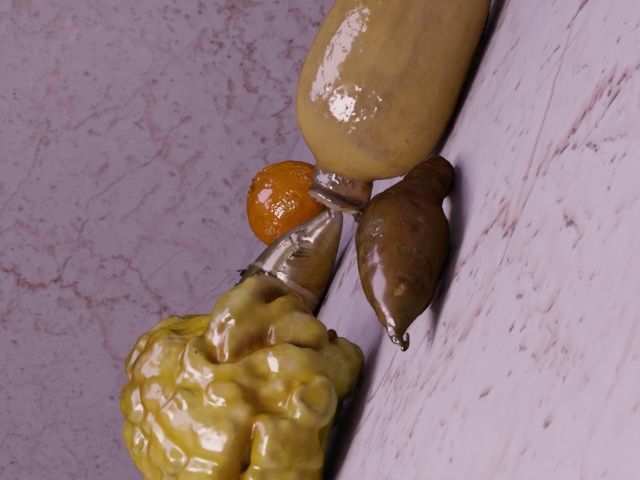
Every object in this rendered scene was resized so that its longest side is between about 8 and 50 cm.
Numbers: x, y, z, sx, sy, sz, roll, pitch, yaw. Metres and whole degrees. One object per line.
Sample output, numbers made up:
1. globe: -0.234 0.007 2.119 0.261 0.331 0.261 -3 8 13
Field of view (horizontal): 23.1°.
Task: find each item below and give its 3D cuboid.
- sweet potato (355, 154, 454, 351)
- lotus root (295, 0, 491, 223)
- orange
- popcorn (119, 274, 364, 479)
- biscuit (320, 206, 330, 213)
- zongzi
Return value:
1. sweet potato: 0.067 -0.013 1.215 0.269 0.074 0.075 -69 4 -57
2. lotus root: 0.066 -0.166 1.442 0.146 0.131 0.303 28 94 41
3. orange: -0.049 -0.052 2.253 0.135 0.117 0.136 -163 90 -88
4. popcorn: -0.070 0.130 1.342 0.226 0.200 0.203 -88 15 -70
5. biscuit: 0.000 0.000 2.074 0.130 0.019 0.119 123 168 -66
6. zongzi: -0.029 0.026 1.896 0.197 0.099 0.194 -56 7 7
